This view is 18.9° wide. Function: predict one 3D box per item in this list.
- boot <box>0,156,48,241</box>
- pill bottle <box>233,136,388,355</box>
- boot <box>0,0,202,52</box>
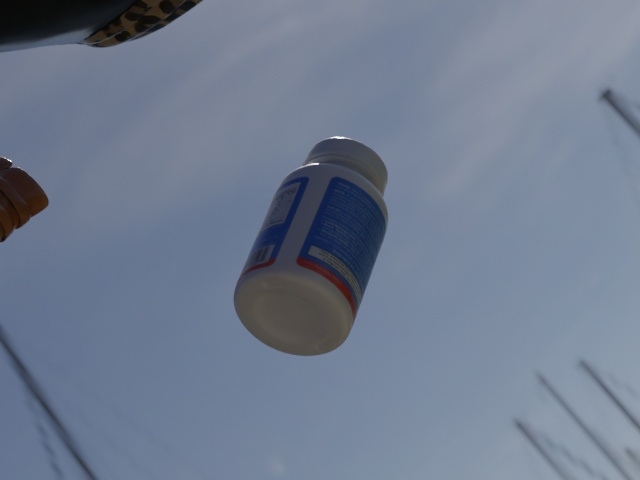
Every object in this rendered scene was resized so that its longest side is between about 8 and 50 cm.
[{"bbox_3d":[-0.294,-0.006,1.651,0.152,0.197,0.073,-21,-35,-39],"label":"boot"},{"bbox_3d":[0.000,0.000,1.962,0.124,0.124,0.221,-58,7,48],"label":"pill bottle"},{"bbox_3d":[-0.243,-0.139,0.997,0.377,0.138,0.284,-13,2,38],"label":"boot"}]
